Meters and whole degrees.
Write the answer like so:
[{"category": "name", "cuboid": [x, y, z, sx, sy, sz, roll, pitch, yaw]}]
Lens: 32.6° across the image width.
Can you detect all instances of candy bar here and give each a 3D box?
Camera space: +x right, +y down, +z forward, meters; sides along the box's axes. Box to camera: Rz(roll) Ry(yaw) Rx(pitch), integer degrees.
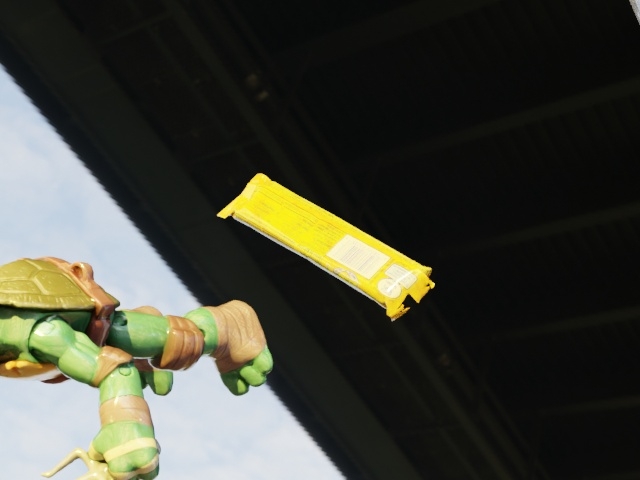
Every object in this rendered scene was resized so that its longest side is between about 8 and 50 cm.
[{"category": "candy bar", "cuboid": [0.000, 0.000, 0.657, 0.161, 0.040, 0.018, 30, -24, 38]}]

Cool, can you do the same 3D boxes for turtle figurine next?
[{"category": "turtle figurine", "cuboid": [-0.141, 0.066, 0.578, 0.175, 0.234, 0.118, 16, -80, 34]}]

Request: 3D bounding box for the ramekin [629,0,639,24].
[{"category": "ramekin", "cuboid": [0.273, -0.179, 0.638, 0.207, 0.207, 0.109, -8, -57, 27]}]
